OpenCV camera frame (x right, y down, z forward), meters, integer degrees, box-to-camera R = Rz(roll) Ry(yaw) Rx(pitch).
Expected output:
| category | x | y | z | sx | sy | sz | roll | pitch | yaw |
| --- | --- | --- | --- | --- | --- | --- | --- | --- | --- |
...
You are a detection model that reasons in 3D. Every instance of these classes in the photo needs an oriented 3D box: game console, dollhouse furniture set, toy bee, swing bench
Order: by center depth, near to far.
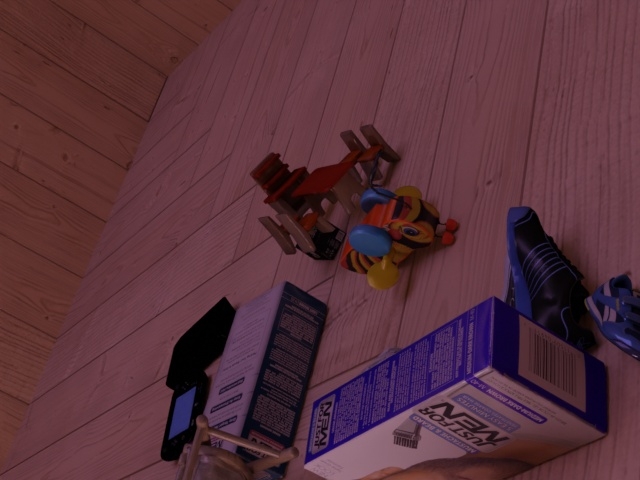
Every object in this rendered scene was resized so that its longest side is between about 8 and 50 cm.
| category | x | y | z | sx | sy | sz | roll | pitch | yaw |
| --- | --- | --- | --- | --- | --- | --- | --- | --- | --- |
| swing bench | -0.172 | 0.444 | 1.623 | 0.255 | 0.165 | 0.253 | 123 | 165 | -53 |
| toy bee | 0.129 | -0.010 | 1.721 | 0.298 | 0.162 | 0.195 | 103 | -174 | -81 |
| dollhouse furniture set | -0.022 | -0.110 | 2.040 | 0.262 | 0.135 | 0.259 | -47 | 18 | -22 |
| game console | -0.266 | 0.298 | 2.245 | 0.213 | 0.044 | 0.361 | -43 | 27 | 33 |

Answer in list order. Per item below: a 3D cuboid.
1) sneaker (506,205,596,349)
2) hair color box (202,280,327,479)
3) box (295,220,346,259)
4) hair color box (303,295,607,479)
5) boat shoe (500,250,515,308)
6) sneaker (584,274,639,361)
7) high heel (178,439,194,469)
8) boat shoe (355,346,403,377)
| category | x | y | z | sx | sy | sz | roll | pitch | yaw |
| --- | --- | --- | --- | --- | --- | --- | --- | --- | --- |
| sneaker | 0.290 | 0.048 | 1.345 | 0.090 | 0.081 | 0.232 | -12 | 52 | 17 |
| hair color box | -0.110 | 0.260 | 1.884 | 0.174 | 0.105 | 0.347 | -32 | 33 | 48 |
| box | 0.000 | 0.000 | 2.064 | 0.083 | 0.052 | 0.062 | -2 | 57 | 63 |
| hair color box | 0.154 | 0.214 | 1.285 | 0.339 | 0.185 | 0.110 | -37 | 32 | 43 |
| boat shoe | 0.271 | 0.061 | 1.429 | 0.040 | 0.049 | 0.142 | -13 | 55 | 52 |
| sneaker | 0.350 | 0.088 | 1.216 | 0.059 | 0.053 | 0.144 | -48 | 25 | 17 |
| high heel | -0.217 | 0.432 | 1.920 | 0.244 | 0.082 | 0.117 | -128 | 61 | -80 |
| boat shoe | 0.104 | 0.191 | 1.554 | 0.226 | 0.083 | 0.076 | -38 | 31 | 42 |
